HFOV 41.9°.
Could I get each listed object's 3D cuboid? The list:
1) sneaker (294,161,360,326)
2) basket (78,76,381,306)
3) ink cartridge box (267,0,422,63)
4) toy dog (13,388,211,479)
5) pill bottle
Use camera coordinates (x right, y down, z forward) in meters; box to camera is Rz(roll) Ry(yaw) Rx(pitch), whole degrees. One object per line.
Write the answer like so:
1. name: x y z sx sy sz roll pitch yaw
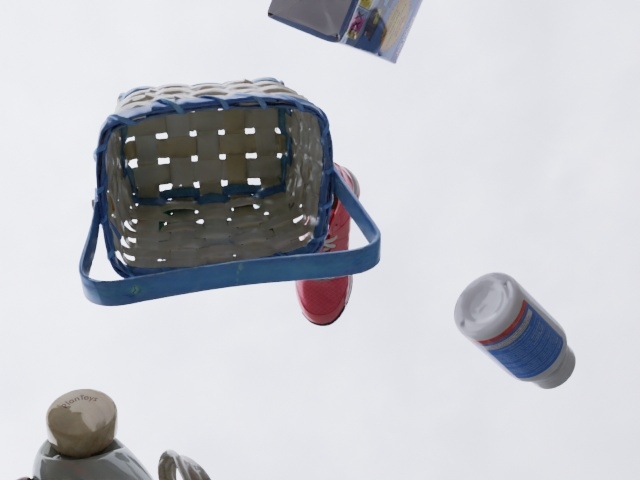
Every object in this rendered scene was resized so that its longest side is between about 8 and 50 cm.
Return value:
1. sneaker: -0.001 0.000 1.554 0.136 0.116 0.314 45 -131 -74
2. basket: -0.092 -0.042 0.802 0.254 0.289 0.201 -5 -62 -8
3. ink cartridge box: 0.090 -0.476 1.498 0.270 0.151 0.395 -67 -16 14
4. toy dog: -0.247 0.315 0.929 0.161 0.333 0.220 -26 -63 -33
5. pill bottle: 0.328 0.158 1.379 0.124 0.124 0.221 -48 -58 2
